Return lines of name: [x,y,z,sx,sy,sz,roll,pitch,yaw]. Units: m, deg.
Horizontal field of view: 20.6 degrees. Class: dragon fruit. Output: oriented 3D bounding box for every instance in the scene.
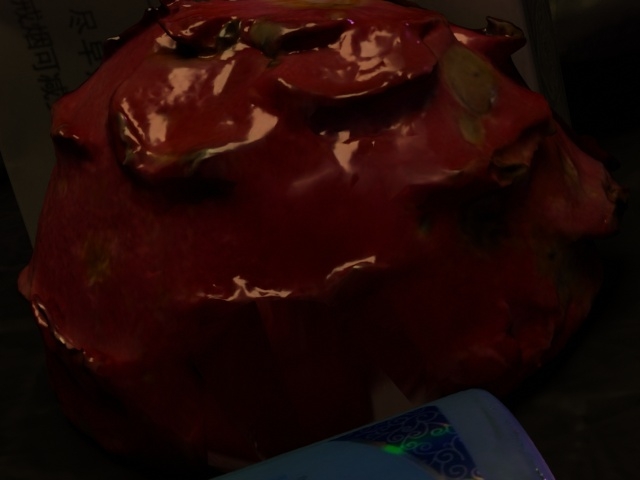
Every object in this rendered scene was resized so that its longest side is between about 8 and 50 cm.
dragon fruit: [0.000,0.000,0.697,0.261,0.163,0.189,-14,54,1]

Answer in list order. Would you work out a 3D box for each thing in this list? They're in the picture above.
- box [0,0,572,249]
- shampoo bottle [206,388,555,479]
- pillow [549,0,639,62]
box: [-0.023,-0.072,0.803,0.256,0.164,0.069,-6,27,18]
shampoo bottle: [-0.051,0.121,0.555,0.258,0.061,0.104,-18,25,-6]
pillow: [0.163,-0.192,0.984,0.255,0.120,0.322,-13,27,-15]
